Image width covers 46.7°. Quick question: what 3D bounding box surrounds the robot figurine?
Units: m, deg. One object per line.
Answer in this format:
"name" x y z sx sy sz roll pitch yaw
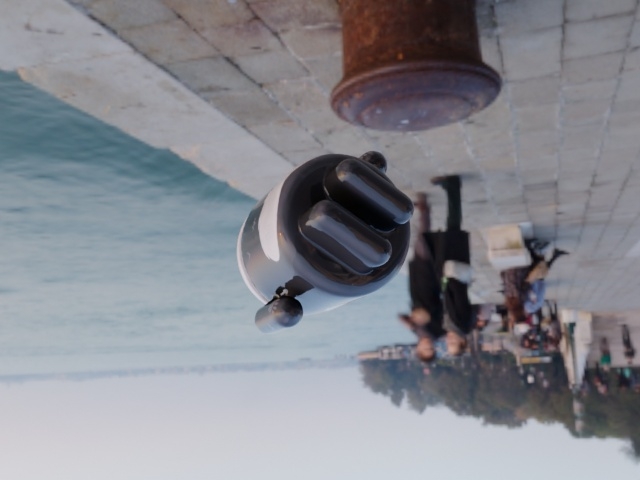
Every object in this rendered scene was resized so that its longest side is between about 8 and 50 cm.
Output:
"robot figurine" 0.003 0.000 0.899 0.209 0.173 0.278 -17 173 -26
